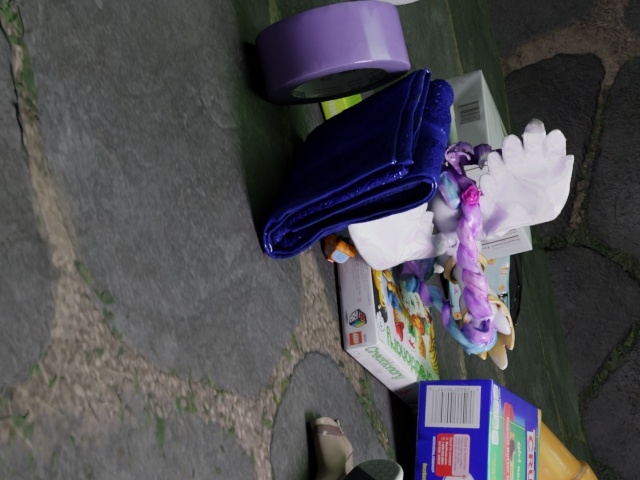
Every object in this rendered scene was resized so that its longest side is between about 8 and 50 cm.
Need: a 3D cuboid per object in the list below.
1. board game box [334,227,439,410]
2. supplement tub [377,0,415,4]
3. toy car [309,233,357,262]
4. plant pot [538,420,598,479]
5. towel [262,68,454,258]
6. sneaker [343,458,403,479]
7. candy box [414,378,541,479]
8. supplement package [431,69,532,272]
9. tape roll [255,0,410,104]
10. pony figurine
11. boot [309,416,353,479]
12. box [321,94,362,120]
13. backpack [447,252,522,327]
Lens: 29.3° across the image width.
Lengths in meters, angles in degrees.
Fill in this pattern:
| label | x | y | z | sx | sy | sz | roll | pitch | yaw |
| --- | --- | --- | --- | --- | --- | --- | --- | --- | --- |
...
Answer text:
| label | x | y | z | sx | sy | sz | roll | pitch | yaw |
| --- | --- | --- | --- | --- | --- | --- | --- | --- | --- |
| board game box | 0.102 | 0.115 | 1.785 | 0.305 | 0.053 | 0.193 | 46 | 35 | -58 |
| supplement tub | 0.129 | -0.584 | 2.168 | 0.193 | 0.194 | 0.316 | 58 | 24 | -44 |
| toy car | 0.000 | 0.000 | 1.623 | 0.122 | 0.060 | 0.040 | 26 | 95 | -47 |
| plant pot | 0.363 | 0.408 | 2.160 | 0.188 | 0.205 | 0.205 | 60 | 19 | -1 |
| towel | 0.048 | -0.106 | 1.512 | 0.076 | 0.228 | 0.308 | 61 | 22 | -20 |
| sneaker | 0.030 | 0.359 | 1.333 | 0.226 | 0.086 | 0.163 | -26 | 119 | -54 |
| candy box | 0.239 | 0.363 | 1.834 | 0.317 | 0.122 | 0.268 | 36 | 55 | -64 |
| supplement package | 0.229 | -0.113 | 2.104 | 0.262 | 0.198 | 0.199 | 58 | 24 | -44 |
| tape roll | 0.016 | -0.238 | 1.568 | 0.189 | 0.189 | 0.080 | 2 | 74 | -72 |
| pony figurine | 0.187 | -0.041 | 1.699 | 0.363 | 0.303 | 0.351 | -105 | 178 | -46 |
| boot | 0.006 | 0.250 | 1.426 | 0.118 | 0.042 | 0.087 | 22 | 49 | -70 |
| box | 0.025 | -0.233 | 1.830 | 0.109 | 0.042 | 0.178 | -45 | 119 | -70 |
| backpack | 0.310 | 0.060 | 2.291 | 0.166 | 0.144 | 0.188 | -66 | 161 | -60 |
